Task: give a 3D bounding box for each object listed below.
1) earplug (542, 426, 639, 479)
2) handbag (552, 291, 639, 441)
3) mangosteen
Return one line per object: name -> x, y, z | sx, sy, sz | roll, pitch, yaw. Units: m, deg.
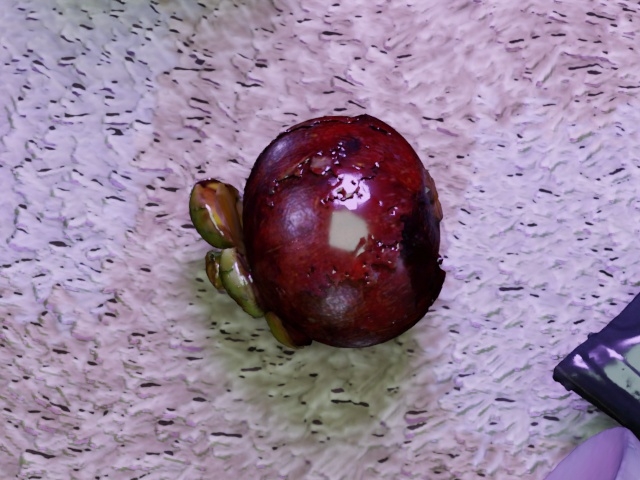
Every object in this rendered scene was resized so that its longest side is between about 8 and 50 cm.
earplug -> 0.268, 0.286, 0.940 | 0.301, 0.172, 0.172 | 39, 80, -1
handbag -> 0.321, 0.109, 1.003 | 0.211, 0.089, 0.254 | -44, 87, -11
mangosteen -> 0.000, 0.000, 0.986 | 0.180, 0.166, 0.166 | -18, 79, 21
